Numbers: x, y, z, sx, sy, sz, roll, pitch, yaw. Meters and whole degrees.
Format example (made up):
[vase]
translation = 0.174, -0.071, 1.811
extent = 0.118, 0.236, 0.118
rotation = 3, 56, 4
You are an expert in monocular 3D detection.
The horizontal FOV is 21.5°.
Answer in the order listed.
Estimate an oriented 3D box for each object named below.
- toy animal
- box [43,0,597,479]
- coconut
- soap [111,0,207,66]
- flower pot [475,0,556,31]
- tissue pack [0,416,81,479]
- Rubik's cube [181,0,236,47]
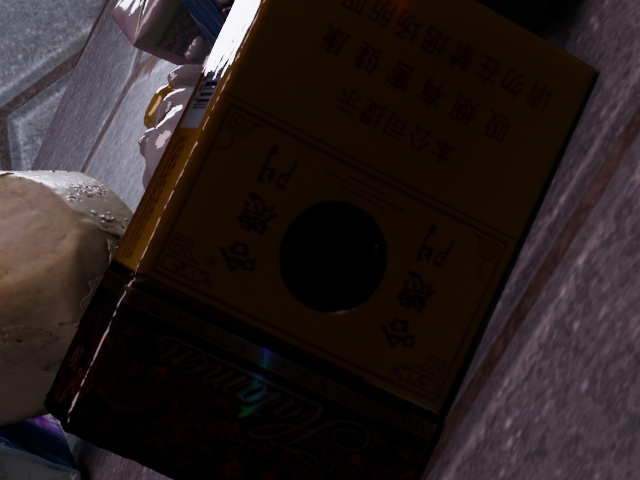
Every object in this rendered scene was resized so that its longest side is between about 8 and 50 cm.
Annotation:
[toy animal]
translation = -0.127, -0.122, 1.963
extent = 0.208, 0.154, 0.325
rotation = -65, 16, 8
[box]
translation = 0.000, 0.000, 1.257
extent = 0.415, 0.264, 0.116
rotation = -64, 18, -4
[coconut]
translation = -0.369, 0.072, 2.179
extent = 0.353, 0.352, 0.353
rotation = -54, 20, 31
[soap]
translation = -0.136, -0.309, 2.147
extent = 0.182, 0.199, 0.138
rotation = -63, 33, 13
[flower pot]
translation = 0.118, -0.247, 1.382
extent = 0.235, 0.235, 0.148
rotation = 157, 116, -65
[tissue pack]
translation = -0.423, 0.337, 2.214
extent = 0.198, 0.146, 0.263
rotation = -65, 18, 1
[Rubik's cube]
translation = -0.009, -0.298, 1.671
extent = 0.264, 0.319, 0.319
rotation = -40, 16, -7
